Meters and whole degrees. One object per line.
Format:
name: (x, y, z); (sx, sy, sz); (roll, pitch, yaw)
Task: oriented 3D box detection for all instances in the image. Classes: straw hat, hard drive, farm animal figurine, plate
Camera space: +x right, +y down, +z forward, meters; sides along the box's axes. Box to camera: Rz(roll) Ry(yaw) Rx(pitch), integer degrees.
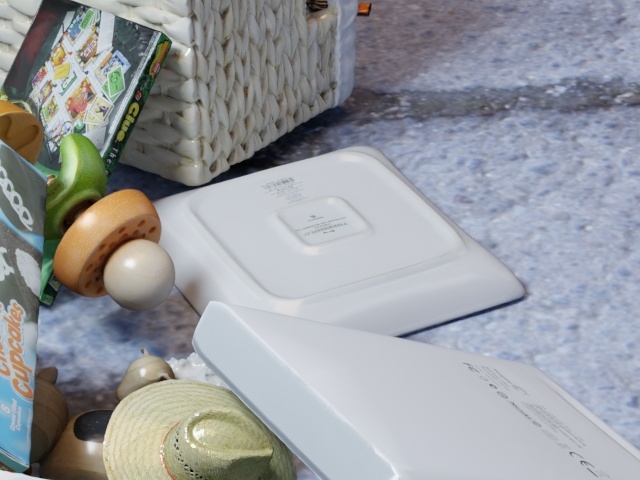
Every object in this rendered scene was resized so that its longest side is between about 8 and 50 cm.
straw hat: (-0.069, 0.143, 1.346); (0.144, 0.061, 0.144); (14, 55, -21)
hard drive: (0.102, 0.141, 1.449); (0.353, 0.047, 0.233); (14, 19, -44)
farm animal figurine: (-0.180, 0.178, 1.418); (0.327, 0.172, 0.330); (-3, 34, -7)
plate: (0.000, 0.000, 1.805); (0.277, 0.045, 0.278); (-17, 38, -24)

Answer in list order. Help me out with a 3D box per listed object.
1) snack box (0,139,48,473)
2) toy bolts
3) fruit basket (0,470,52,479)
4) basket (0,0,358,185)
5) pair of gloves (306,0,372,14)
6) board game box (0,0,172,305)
snack box: (-0.282, 0.083, 1.415); (0.187, 0.060, 0.322); (-36, 32, 21)
toy bolts: (-0.244, 0.024, 1.618); (0.228, 0.218, 0.158); (-45, 64, -2)
fruit basket: (-0.167, 0.304, 1.181); (0.353, 0.327, 0.165); (10, -11, 0)
basket: (-0.165, -0.263, 1.932); (0.331, 0.328, 0.266); (19, 39, 27)
pair of gloves: (0.022, -0.275, 2.241); (0.074, 0.010, 0.083); (4, 37, 1)
board game box: (-0.242, -0.084, 1.777); (0.136, 0.259, 0.030); (22, -6, 24)
